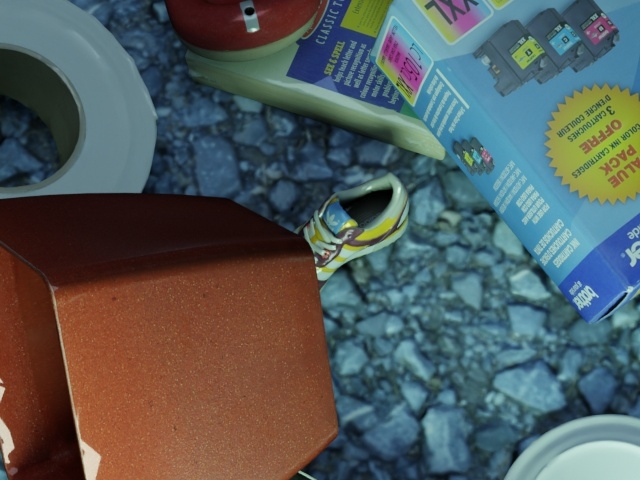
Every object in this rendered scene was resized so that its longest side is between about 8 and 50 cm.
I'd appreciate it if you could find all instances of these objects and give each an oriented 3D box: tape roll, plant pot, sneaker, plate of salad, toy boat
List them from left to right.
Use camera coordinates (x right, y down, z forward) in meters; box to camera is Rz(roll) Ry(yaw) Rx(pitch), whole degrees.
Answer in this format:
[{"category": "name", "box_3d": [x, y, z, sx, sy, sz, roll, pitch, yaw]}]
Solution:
[{"category": "tape roll", "box_3d": [-0.297, -0.094, 1.619, 0.286, 0.100, 0.286, 8, 65, -18]}, {"category": "plant pot", "box_3d": [-0.134, 0.093, 1.466, 0.235, 0.267, 0.267, -16, 20, -23]}, {"category": "toy boat", "box_3d": [-0.085, -0.287, 1.661, 0.151, 0.151, 0.231, -14, 66, -2]}, {"category": "sneaker", "box_3d": [0.000, 0.000, 1.621, 0.185, 0.084, 0.069, -37, 69, -12]}, {"category": "plate of salad", "box_3d": [0.248, 0.246, 1.515, 0.199, 0.048, 0.200, -6, 62, 12]}]

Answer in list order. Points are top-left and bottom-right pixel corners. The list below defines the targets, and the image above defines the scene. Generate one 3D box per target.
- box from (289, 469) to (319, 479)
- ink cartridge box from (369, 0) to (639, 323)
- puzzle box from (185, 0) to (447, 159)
[{"category": "box", "box_3d": [0.019, 0.357, 1.451, 0.322, 0.079, 0.257, 26, 73, 20]}, {"category": "ink cartridge box", "box_3d": [0.275, -0.114, 1.593, 0.270, 0.151, 0.395, -37, 83, -12]}, {"category": "puzzle box", "box_3d": [0.065, -0.298, 1.767, 0.272, 0.052, 0.409, 19, 69, 12]}]
